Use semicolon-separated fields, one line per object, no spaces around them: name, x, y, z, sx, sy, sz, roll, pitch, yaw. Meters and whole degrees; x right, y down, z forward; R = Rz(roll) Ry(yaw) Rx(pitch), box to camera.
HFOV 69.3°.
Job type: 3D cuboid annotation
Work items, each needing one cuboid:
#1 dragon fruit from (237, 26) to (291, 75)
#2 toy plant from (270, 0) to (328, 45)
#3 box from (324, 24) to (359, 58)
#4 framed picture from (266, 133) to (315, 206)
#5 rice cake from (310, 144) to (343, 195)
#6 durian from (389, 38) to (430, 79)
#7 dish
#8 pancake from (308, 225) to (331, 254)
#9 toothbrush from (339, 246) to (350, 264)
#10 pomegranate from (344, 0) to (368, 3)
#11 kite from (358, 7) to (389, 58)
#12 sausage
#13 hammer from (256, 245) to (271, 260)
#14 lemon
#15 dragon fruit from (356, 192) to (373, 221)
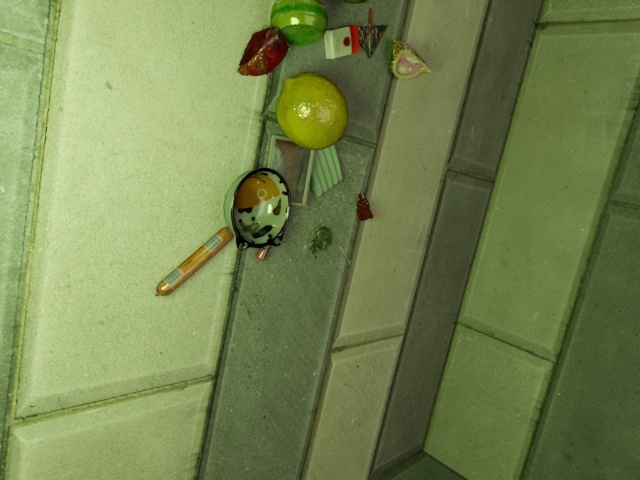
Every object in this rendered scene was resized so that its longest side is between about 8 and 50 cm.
dragon fruit;-0.175;-0.581;1.485;0.121;0.127;0.161;32;80;-40
toy plant;-0.074;-0.816;1.490;0.224;0.185;0.315;0;89;-52
box;0.082;-0.751;1.749;0.152;0.048;0.100;-32;129;-38
framed picture;-0.116;-0.254;1.710;0.184;0.016;0.249;5;102;-29
rice cake;0.011;-0.295;1.858;0.189;0.037;0.198;-35;128;-32
durian;0.372;-0.780;1.985;0.183;0.132;0.165;-16;106;-30
dish;-0.234;-0.114;1.596;0.303;0.120;0.302;-19;116;-46
pancake;0.000;-0.005;1.971;0.130;0.023;0.116;-18;115;-41
toothbrush;0.112;0.069;2.130;0.131;0.011;0.013;58;41;-42
pomegranate;0.141;-0.937;1.630;0.263;0.211;0.210;-11;114;-66
kite;0.204;-0.835;1.872;0.232;0.009;0.189;-24;121;-41
sausage;-0.409;0.065;1.536;0.348;0.053;0.053;-45;133;-25
hammer;-0.212;0.037;1.747;0.043;0.043;0.083;28;83;-49
lemon;-0.028;-0.444;1.601;0.267;0.267;0.267;-20;119;-41
dragon fruit;0.202;-0.159;2.099;0.063;0.097;0.131;-34;108;-38
